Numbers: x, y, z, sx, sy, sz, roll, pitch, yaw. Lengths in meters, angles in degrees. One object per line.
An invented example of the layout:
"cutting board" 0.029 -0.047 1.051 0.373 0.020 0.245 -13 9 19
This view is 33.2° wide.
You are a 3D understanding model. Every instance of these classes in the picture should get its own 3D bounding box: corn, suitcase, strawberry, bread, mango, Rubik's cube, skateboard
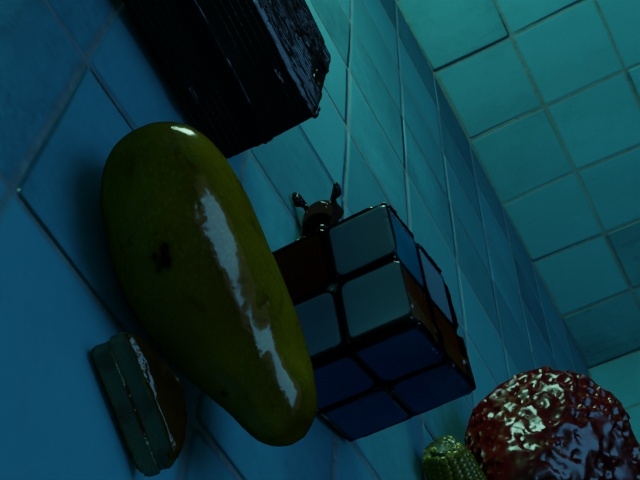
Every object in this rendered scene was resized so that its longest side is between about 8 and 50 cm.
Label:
"corn" 0.209 0.372 1.471 0.238 0.080 0.080 61 17 -12
"suitcase" -0.126 -0.283 1.215 0.335 0.152 0.230 62 18 -23
"strawberry" 0.364 0.339 1.630 0.310 0.291 0.292 155 -89 -81
"bread" -0.130 0.123 0.821 0.109 0.043 0.062 68 18 9
"mango" -0.097 0.039 0.914 0.177 0.120 0.295 -6 74 -81
"Rubik's cube" 0.054 0.094 1.214 0.183 0.167 0.180 49 22 -47
"skateboard" 0.000 0.000 1.383 0.151 0.067 0.080 -84 157 -49
